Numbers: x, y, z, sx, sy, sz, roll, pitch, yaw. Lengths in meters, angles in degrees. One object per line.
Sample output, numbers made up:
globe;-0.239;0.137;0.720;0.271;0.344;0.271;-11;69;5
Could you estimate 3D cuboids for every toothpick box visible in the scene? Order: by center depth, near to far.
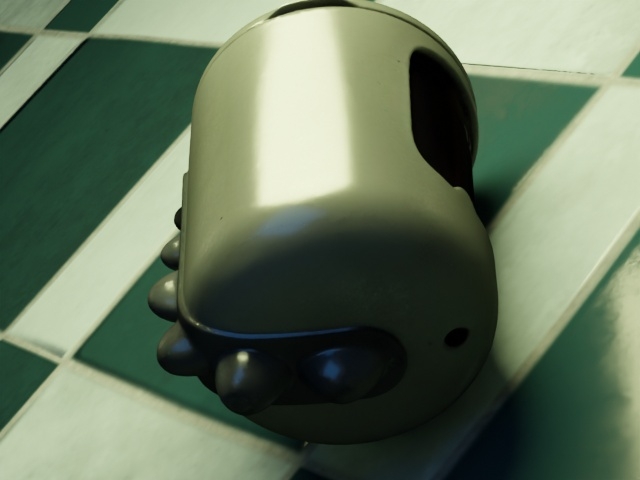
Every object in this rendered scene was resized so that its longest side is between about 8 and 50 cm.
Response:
toothpick box;0.000;0.000;1.214;0.229;0.229;0.316;-29;32;20
